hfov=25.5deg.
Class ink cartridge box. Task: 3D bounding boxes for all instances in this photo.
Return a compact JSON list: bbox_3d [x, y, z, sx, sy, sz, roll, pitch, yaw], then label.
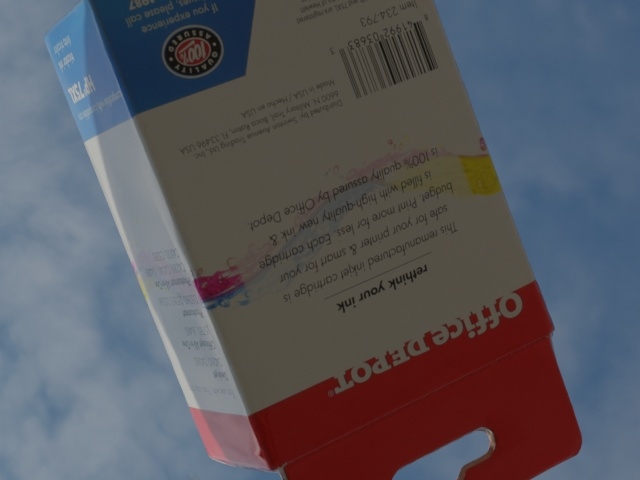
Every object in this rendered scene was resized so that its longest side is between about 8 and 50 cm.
[{"bbox_3d":[0.000,0.000,0.556,0.134,0.078,0.231,-23,-84,-24],"label":"ink cartridge box"}]
